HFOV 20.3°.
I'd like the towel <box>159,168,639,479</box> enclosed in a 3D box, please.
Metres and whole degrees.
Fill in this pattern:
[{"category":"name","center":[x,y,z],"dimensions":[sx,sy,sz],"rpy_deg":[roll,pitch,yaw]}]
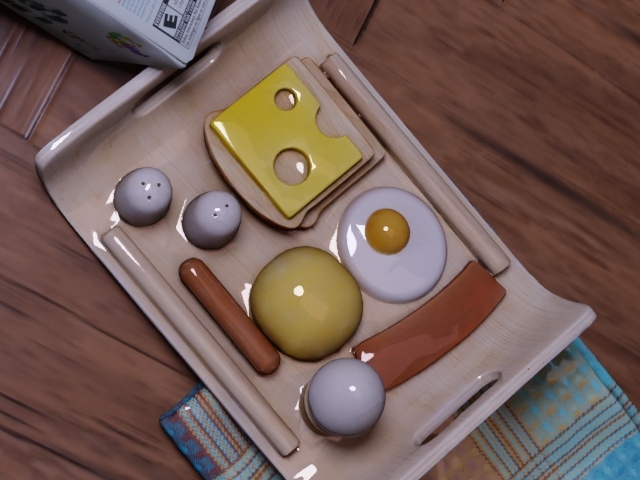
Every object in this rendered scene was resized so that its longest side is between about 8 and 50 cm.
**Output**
[{"category":"towel","center":[0.102,0.171,1.225],"dimensions":[0.271,0.040,0.370],"rpy_deg":[-43,104,-17]}]

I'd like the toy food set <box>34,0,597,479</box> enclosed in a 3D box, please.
[{"category":"toy food set","center":[0.000,0.000,1.131],"dimensions":[0.220,0.092,0.306],"rpy_deg":[-40,92,-16]}]

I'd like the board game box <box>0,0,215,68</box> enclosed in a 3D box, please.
[{"category":"board game box","center":[-0.164,-0.264,1.024],"dimensions":[0.303,0.097,0.224],"rpy_deg":[31,75,-46]}]
